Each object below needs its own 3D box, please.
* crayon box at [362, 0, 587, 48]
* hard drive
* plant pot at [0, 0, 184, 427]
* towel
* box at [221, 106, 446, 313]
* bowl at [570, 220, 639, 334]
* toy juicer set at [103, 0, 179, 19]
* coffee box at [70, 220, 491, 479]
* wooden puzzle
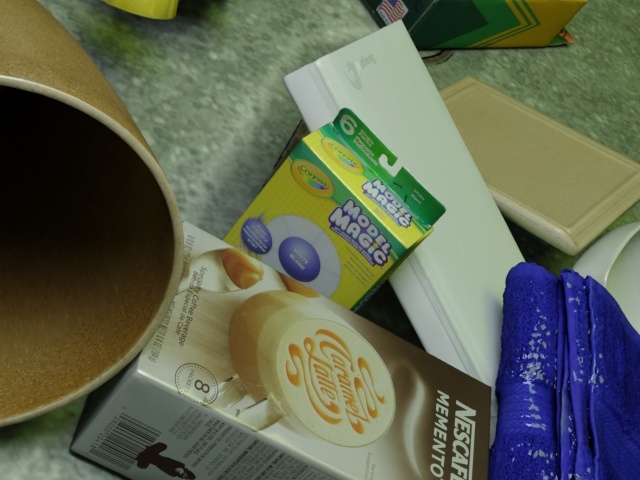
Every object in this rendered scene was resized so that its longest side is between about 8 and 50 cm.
[{"bbox_3d":[0.153,-0.307,1.410,0.318,0.081,0.202,-10,60,-46],"label":"crayon box"},{"bbox_3d":[0.090,-0.011,0.993,0.307,0.040,0.203,62,26,-6],"label":"hard drive"},{"bbox_3d":[-0.219,-0.062,0.760,0.237,0.237,0.254,16,32,-29],"label":"plant pot"},{"bbox_3d":[0.201,0.186,0.904,0.227,0.076,0.308,43,41,-33],"label":"towel"},{"bbox_3d":[0.000,0.000,0.900,0.105,0.179,0.043,46,38,7],"label":"box"},{"bbox_3d":[0.251,0.062,1.120,0.142,0.053,0.142,-34,119,-51],"label":"bowl"},{"bbox_3d":[-0.161,-0.258,1.106,0.209,0.089,0.329,25,22,9],"label":"toy juicer set"},{"bbox_3d":[-0.017,0.113,0.841,0.246,0.098,0.141,29,40,-16],"label":"coffee box"},{"bbox_3d":[0.177,-0.070,1.195,0.221,0.044,0.238,32,31,21],"label":"wooden puzzle"}]
